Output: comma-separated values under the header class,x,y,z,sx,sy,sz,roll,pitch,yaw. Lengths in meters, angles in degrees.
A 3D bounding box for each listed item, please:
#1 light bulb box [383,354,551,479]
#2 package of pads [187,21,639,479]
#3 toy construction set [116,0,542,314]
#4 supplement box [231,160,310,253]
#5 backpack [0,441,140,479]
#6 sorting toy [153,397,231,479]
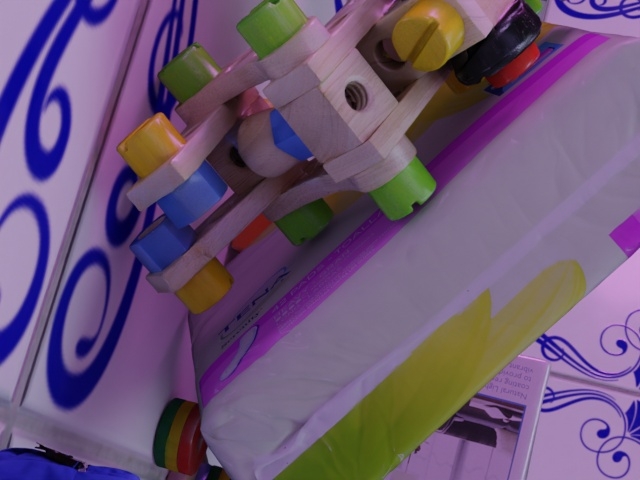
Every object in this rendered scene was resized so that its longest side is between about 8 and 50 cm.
class,x,y,z,sx,sy,sz,roll,pitch,yaw
light bulb box,0.095,0.297,1.408,0.358,0.225,0.361,61,44,-74
package of pads,0.056,0.002,0.742,0.296,0.101,0.229,-42,-166,3
toy construction set,0.025,-0.119,0.712,0.215,0.151,0.327,-28,-148,44
supplement box,0.000,0.000,1.006,0.233,0.080,0.078,45,59,-75
backpack,-0.102,0.145,0.552,0.098,0.120,0.101,85,21,-55
sorting toy,-0.086,0.228,0.912,0.274,0.046,0.132,87,19,-54
